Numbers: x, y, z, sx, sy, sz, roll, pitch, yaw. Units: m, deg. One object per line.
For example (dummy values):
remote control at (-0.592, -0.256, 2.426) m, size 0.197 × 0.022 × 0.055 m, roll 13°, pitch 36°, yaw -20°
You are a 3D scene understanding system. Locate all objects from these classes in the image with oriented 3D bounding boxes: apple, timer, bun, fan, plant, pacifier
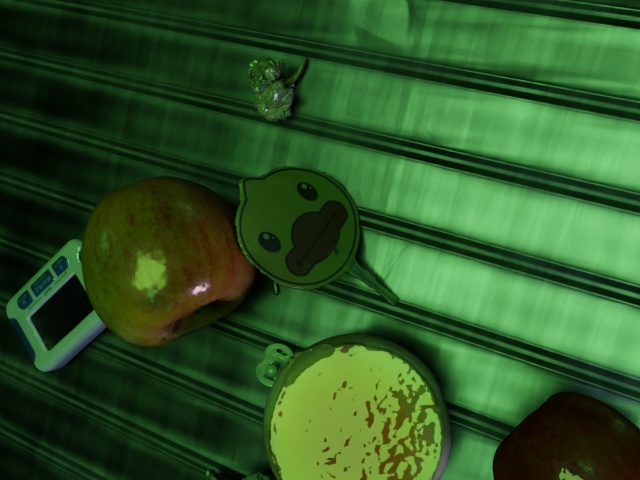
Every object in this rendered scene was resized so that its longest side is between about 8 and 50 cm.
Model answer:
apple at (-0.262, 0.023, 1.099) m, size 0.299 × 0.299 × 0.275 m, roll -28°, pitch 75°, yaw 19°
timer at (-0.510, 0.131, 1.312) m, size 0.253 × 0.078 × 0.178 m, roll -39°, pitch 78°, yaw 18°
bun at (0.056, 0.294, 1.038) m, size 0.298 × 0.165 × 0.299 m, roll -1°, pitch 83°, yaw 5°
fan at (0.000, 0.000, 1.077) m, size 0.335 × 0.011 × 0.230 m, roll 38°, pitch 59°, yaw -7°
plant at (-0.072, -0.280, 1.162) m, size 0.121 × 0.104 × 0.117 m, roll -26°, pitch 119°, yaw -11°
apple at (0.353, 0.329, 0.891) m, size 0.201 × 0.218 × 0.218 m, roll 44°, pitch 104°, yaw 25°
pacifier at (-0.078, 0.228, 1.146) m, size 0.068 × 0.064 × 0.083 m, roll 29°, pitch 100°, yaw 2°

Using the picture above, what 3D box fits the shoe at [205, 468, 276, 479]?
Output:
shoe at (-0.095, 0.454, 1.131) m, size 0.274 × 0.103 × 0.098 m, roll -6°, pitch 73°, yaw 19°

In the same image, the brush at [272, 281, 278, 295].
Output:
brush at (-0.087, 0.059, 1.182) m, size 0.024 × 0.008 × 0.083 m, roll -12°, pitch 84°, yaw 18°
